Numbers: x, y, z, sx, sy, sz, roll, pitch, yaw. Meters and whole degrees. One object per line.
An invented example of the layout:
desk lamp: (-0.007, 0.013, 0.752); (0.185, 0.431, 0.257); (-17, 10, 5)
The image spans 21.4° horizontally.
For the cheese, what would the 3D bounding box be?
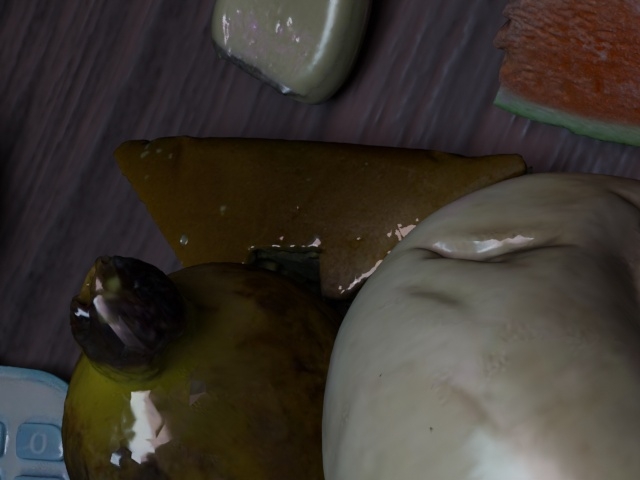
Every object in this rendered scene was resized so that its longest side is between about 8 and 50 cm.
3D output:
cheese: (0.004, -0.175, 0.944); (0.097, 0.037, 0.192); (34, 113, 26)

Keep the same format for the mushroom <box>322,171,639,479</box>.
mushroom: (0.174, 0.075, 0.697); (0.336, 0.314, 0.314); (-46, 67, 29)

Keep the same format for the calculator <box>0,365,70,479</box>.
calculator: (-0.232, 0.253, 1.054); (0.256, 0.054, 0.386); (-1, 85, 29)

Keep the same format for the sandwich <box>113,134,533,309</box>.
sandwich: (0.000, 0.000, 0.917); (0.245, 0.090, 0.088); (3, 71, 26)

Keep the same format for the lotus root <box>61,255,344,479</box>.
lotus root: (-0.035, 0.109, 0.847); (0.169, 0.314, 0.141); (-45, 39, -19)

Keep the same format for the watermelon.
watermelon: (0.189, -0.138, 0.821); (0.231, 0.128, 0.146); (4, 57, 41)
